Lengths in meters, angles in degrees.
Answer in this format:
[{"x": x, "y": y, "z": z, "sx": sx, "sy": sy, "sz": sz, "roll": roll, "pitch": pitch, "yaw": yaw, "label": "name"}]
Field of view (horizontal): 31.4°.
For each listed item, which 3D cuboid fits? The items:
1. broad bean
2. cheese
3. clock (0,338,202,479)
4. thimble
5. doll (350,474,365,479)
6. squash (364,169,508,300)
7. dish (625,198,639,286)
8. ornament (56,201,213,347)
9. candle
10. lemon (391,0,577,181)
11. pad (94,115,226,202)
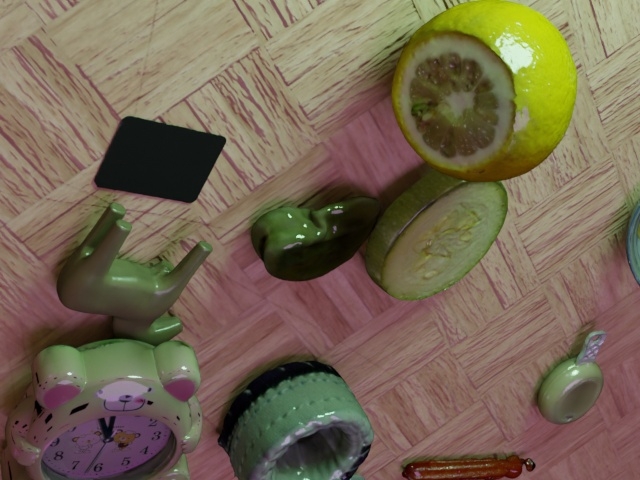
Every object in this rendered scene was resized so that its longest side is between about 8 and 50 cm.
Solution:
[{"x": -0.001, "y": -0.002, "z": 1.665, "sx": 0.207, "sy": 0.072, "sz": 0.153, "roll": -7, "pitch": 143, "yaw": -29, "label": "broad bean"}, {"x": 0.504, "y": 0.263, "z": 2.233, "sx": 0.137, "sy": 0.064, "sz": 0.227, "roll": -7, "pitch": 129, "yaw": -30, "label": "cheese"}, {"x": -0.312, "y": 0.272, "z": 1.656, "sx": 0.284, "sy": 0.114, "sz": 0.309, "roll": 1, "pitch": 134, "yaw": -22, "label": "clock"}, {"x": -0.043, "y": 0.318, "z": 1.869, "sx": 0.237, "sy": 0.150, "sz": 0.237, "roll": -17, "pitch": 135, "yaw": -18, "label": "thimble"}, {"x": 0.038, "y": 0.469, "z": 2.118, "sx": 0.180, "sy": 0.079, "sz": 0.094, "roll": 37, "pitch": 79, "yaw": -33, "label": "doll"}, {"x": 0.183, "y": -0.006, "z": 1.773, "sx": 0.252, "sy": 0.049, "sz": 0.252, "roll": -26, "pitch": 142, "yaw": -23, "label": "squash"}, {"x": 0.670, "y": -0.011, "z": 2.040, "sx": 0.273, "sy": 0.134, "sz": 0.273, "roll": 0, "pitch": 102, "yaw": 1, "label": "dish"}, {"x": -0.256, "y": 0.070, "z": 1.575, "sx": 0.230, "sy": 0.061, "sz": 0.245, "roll": 15, "pitch": 126, "yaw": -42, "label": "ornament"}, {"x": 0.296, "y": 0.462, "z": 2.291, "sx": 0.329, "sy": 0.048, "sz": 0.051, "roll": 6, "pitch": 111, "yaw": -35, "label": "candle"}, {"x": 0.230, "y": -0.203, "z": 1.522, "sx": 0.219, "sy": 0.240, "sz": 0.240, "roll": -26, "pitch": 144, "yaw": -48, "label": "lemon"}, {"x": -0.209, "y": -0.104, "z": 1.492, "sx": 0.157, "sy": 0.003, "sz": 0.112, "roll": 10, "pitch": 121, "yaw": -38, "label": "pad"}]
